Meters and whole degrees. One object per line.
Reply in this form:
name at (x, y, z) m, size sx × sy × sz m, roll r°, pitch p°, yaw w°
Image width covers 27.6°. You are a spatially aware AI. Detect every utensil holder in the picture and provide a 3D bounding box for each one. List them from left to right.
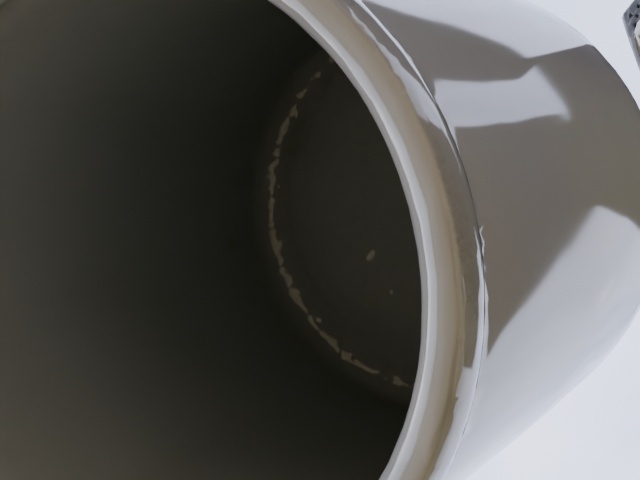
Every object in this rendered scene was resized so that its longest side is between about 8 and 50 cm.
utensil holder at (0.000, 0.000, 0.729) m, size 0.327 × 0.385 × 0.328 m, roll 4°, pitch -82°, yaw 28°

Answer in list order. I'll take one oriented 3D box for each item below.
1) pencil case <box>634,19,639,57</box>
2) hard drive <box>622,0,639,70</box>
pencil case at (0.324, -0.137, 0.460) m, size 0.410 × 0.160 × 0.183 m, roll -40°, pitch -102°, yaw 27°
hard drive at (0.332, -0.128, 1.005) m, size 0.054 × 0.255 × 0.172 m, roll 0°, pitch -33°, yaw -25°
